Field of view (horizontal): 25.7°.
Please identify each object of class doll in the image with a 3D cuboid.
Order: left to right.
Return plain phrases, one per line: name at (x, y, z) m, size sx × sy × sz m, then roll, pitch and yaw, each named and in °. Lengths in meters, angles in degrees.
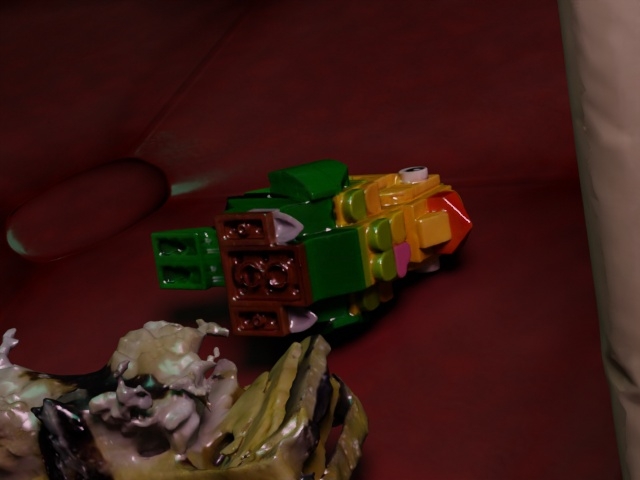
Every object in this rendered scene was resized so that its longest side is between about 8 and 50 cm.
doll at (0.004, 0.001, 0.900) m, size 0.186 × 0.106 × 0.134 m, roll -15°, pitch 12°, yaw -28°

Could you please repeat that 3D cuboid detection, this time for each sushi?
sushi at (-0.113, 0.101, 0.783) m, size 0.291 × 0.131 × 0.139 m, roll -11°, pitch 32°, yaw 29°

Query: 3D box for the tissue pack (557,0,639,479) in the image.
tissue pack at (0.242, -0.046, 0.547) m, size 0.205 × 0.405 × 0.332 m, roll 8°, pitch 39°, yaw 33°
